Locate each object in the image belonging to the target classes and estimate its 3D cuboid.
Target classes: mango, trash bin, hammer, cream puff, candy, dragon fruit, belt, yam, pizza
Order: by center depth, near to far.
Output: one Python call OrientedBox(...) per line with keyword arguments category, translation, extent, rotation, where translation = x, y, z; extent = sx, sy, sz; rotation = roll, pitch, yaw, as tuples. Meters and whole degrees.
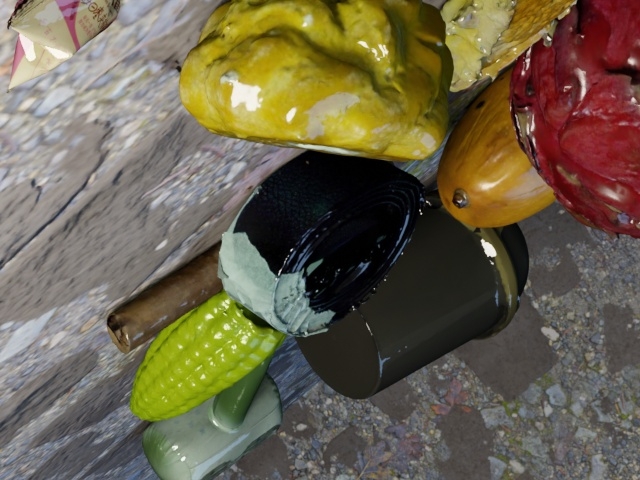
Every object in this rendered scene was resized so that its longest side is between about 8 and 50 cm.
OrientedBox(category="cream puff", translation=(0.004, -0.100, 0.565), extent=(0.146, 0.146, 0.116), rotation=(8, 92, -77))
OrientedBox(category="pizza", translation=(0.152, -0.203, 0.780), extent=(0.280, 0.075, 0.287), rotation=(-21, 161, -51))
OrientedBox(category="belt", translation=(0.000, 0.000, 0.961), extent=(0.198, 0.078, 0.151), rotation=(-30, 141, -39))
OrientedBox(category="dragon fruit", translation=(0.320, -0.144, 0.997), extent=(0.329, 0.329, 0.329), rotation=(-39, 170, -8))
OrientedBox(category="yam", translation=(-0.053, 0.003, 1.005), extent=(0.327, 0.045, 0.045), rotation=(-33, -162, -33))
OrientedBox(category="candy", translation=(-0.120, 0.114, 1.112), extent=(0.209, 0.097, 0.097), rotation=(-42, 170, 27))
OrientedBox(category="mango", translation=(0.263, -0.146, 1.248), extent=(0.359, 0.144, 0.187), rotation=(-43, -176, -18))
OrientedBox(category="trash bin", translation=(0.138, 0.057, 1.477), extent=(0.334, 0.214, 0.214), rotation=(-28, 165, -35))
OrientedBox(category="hammer", translation=(-0.122, 0.204, 1.489), extent=(0.206, 0.119, 0.335), rotation=(-34, 162, -32))

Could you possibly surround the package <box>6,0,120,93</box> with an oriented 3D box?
OrientedBox(category="package", translation=(-0.102, -0.088, 0.448), extent=(0.059, 0.029, 0.083), rotation=(-44, -177, -20))
